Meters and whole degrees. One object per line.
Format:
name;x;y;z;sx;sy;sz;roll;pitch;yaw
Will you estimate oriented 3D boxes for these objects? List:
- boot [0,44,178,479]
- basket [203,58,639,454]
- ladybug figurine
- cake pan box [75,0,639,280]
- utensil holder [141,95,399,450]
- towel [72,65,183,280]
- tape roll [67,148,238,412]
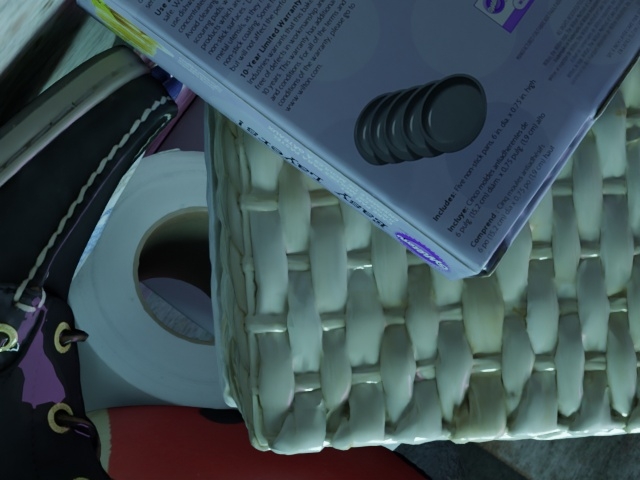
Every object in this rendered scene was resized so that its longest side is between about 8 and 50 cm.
boot;-0.122;0.120;0.766;0.377;0.284;0.138;-53;-179;-8
basket;0.094;-0.050;0.928;0.266;0.329;0.331;-168;-104;-85
ladybug figurine;-0.067;0.244;1.267;0.305;0.450;0.161;124;-26;-59
cake pan box;0.050;-0.155;0.745;0.266;0.246;0.070;-56;-175;-9
utensil holder;0.000;0.000;1.673;0.327;0.385;0.327;-54;-179;1
towel;-0.208;0.009;1.110;0.285;0.034;0.209;-55;179;35
tape roll;-0.123;0.062;1.366;0.246;0.246;0.169;-55;-178;-29
